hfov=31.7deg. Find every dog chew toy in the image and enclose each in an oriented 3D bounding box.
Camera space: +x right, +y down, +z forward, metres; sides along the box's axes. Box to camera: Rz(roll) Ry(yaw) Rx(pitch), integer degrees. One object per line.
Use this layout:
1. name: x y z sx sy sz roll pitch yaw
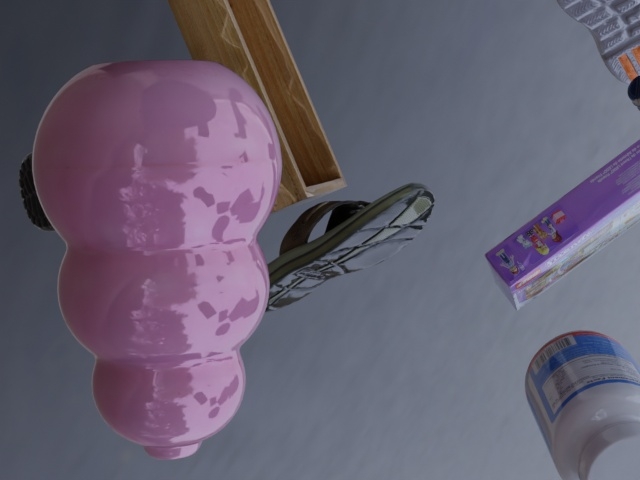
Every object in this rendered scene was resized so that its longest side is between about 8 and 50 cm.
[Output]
1. dog chew toy: -0.132 0.018 0.950 0.207 0.207 0.331 -13 102 -61

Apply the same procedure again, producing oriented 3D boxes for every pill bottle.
1. pill bottle: 0.282 0.184 1.120 0.221 0.124 0.124 -92 -153 -71

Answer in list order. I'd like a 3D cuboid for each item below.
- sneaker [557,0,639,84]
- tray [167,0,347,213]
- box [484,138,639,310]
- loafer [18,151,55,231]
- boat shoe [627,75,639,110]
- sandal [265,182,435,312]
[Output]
1. sneaker: 0.393 -0.380 1.609 0.125 0.180 0.321 -22 131 16
2. tray: -0.100 -0.237 1.420 0.076 0.410 0.203 -22 -179 16
3. box: 0.355 -0.029 1.482 0.293 0.057 0.201 -37 163 2
4. loafer: -0.208 -0.091 1.325 0.130 0.366 0.133 -17 101 -47
5. boat shoe: 0.505 -0.206 1.489 0.066 0.183 0.066 38 57 -40
6. sandal: -0.002 0.000 1.389 0.303 0.086 0.120 -27 156 19
